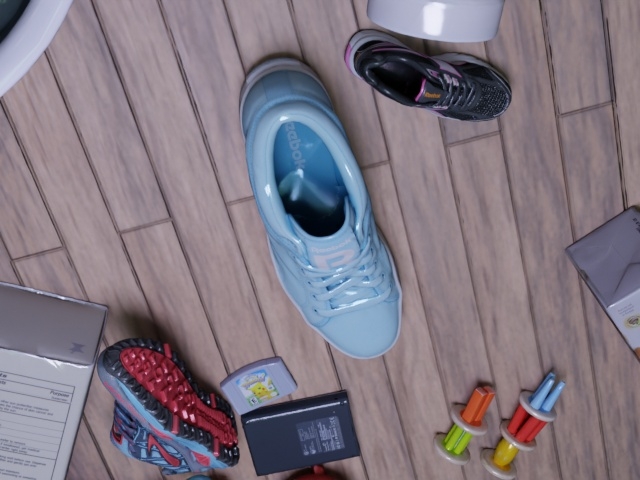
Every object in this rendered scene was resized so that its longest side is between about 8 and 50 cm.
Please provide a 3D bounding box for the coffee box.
[{"bbox_3d":[0.399,0.101,1.076,0.098,0.141,0.246,-35,114,12],"label":"coffee box"}]

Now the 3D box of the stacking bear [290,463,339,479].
[{"bbox_3d":[-0.016,0.433,1.206,0.164,0.175,0.289,2,109,-4],"label":"stacking bear"}]

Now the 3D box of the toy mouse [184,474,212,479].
[{"bbox_3d":[-0.150,0.311,1.153,0.143,0.031,0.161,-29,156,18],"label":"toy mouse"}]

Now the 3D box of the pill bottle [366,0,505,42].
[{"bbox_3d":[0.122,-0.334,0.813,0.169,0.169,0.302,4,117,-7],"label":"pill bottle"}]

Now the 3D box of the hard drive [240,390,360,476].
[{"bbox_3d":[-0.025,0.243,1.176,0.135,0.022,0.094,-12,117,1],"label":"hard drive"}]

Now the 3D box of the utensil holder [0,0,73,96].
[{"bbox_3d":[-0.337,-0.241,0.660,0.327,0.385,0.328,-4,104,-16],"label":"utensil holder"}]

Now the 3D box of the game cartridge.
[{"bbox_3d":[-0.077,0.175,1.142,0.083,0.017,0.056,-25,113,8],"label":"game cartridge"}]

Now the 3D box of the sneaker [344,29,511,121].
[{"bbox_3d":[0.111,-0.154,0.956,0.178,0.077,0.072,11,117,-11],"label":"sneaker"}]

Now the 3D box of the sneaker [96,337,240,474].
[{"bbox_3d":[-0.193,0.208,1.066,0.125,0.104,0.262,-20,138,11],"label":"sneaker"}]

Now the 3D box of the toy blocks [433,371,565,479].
[{"bbox_3d":[0.225,0.217,1.167,0.123,0.054,0.148,20,113,-15],"label":"toy blocks"}]

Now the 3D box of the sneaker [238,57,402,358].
[{"bbox_3d":[0.000,0.000,0.983,0.135,0.150,0.366,-21,117,7],"label":"sneaker"}]

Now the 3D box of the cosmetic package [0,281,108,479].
[{"bbox_3d":[-0.352,0.211,1.072,0.153,0.129,0.296,16,115,-11],"label":"cosmetic package"}]
